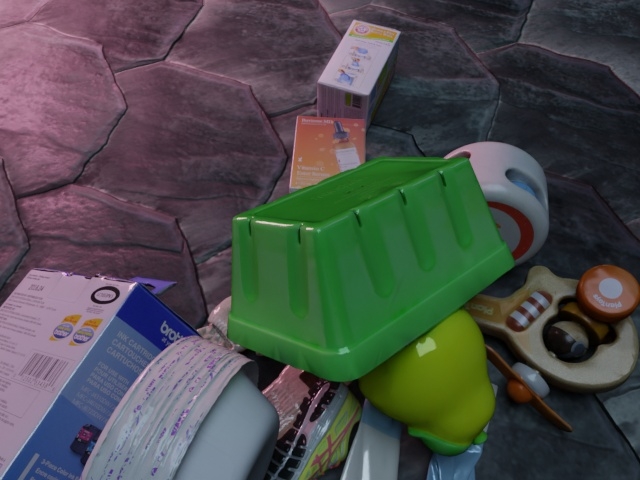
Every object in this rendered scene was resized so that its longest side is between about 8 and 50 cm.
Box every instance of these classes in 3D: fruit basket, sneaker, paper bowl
[{"bbox_3d":[0.091,0.097,0.798,0.283,0.392,0.392,9,50,47],"label":"fruit basket"},{"bbox_3d":[-0.006,0.294,0.807,0.094,0.081,0.208,45,71,-24],"label":"sneaker"},{"bbox_3d":[-0.149,0.268,0.699,0.148,0.284,0.284,20,60,10],"label":"paper bowl"}]

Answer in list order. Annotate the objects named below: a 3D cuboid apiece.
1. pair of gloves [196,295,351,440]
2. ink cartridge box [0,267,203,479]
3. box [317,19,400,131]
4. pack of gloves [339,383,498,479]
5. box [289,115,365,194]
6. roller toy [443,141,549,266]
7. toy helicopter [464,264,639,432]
[{"bbox_3d":[-0.064,0.165,0.909,0.204,0.042,0.240,-29,63,-18],"label":"pair of gloves"},{"bbox_3d":[-0.343,0.188,0.764,0.270,0.151,0.395,3,54,37],"label":"ink cartridge box"},{"bbox_3d":[0.077,-0.327,1.176,0.103,0.114,0.203,19,59,11],"label":"box"},{"bbox_3d":[0.142,0.280,0.849,0.195,0.046,0.232,26,58,-5],"label":"pack of gloves"},{"bbox_3d":[0.014,-0.131,1.067,0.130,0.091,0.170,3,58,0],"label":"box"},{"bbox_3d":[0.264,-0.048,0.952,0.210,0.191,0.146,2,45,16],"label":"roller toy"},{"bbox_3d":[0.292,0.140,0.907,0.355,0.140,0.234,13,67,19],"label":"toy helicopter"}]
